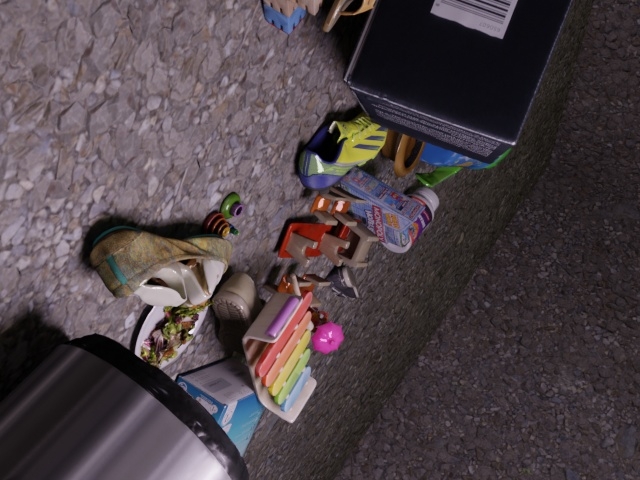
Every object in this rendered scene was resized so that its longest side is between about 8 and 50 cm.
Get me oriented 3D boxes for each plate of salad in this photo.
[{"bbox_3d":[-0.257,0.155,1.472,0.200,0.048,0.200,-49,157,-30],"label":"plate of salad"}]

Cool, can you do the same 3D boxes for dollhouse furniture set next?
[{"bbox_3d":[0.000,0.000,1.811,0.259,0.135,0.262,1,116,-54],"label":"dollhouse furniture set"}]

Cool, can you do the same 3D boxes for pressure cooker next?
[{"bbox_3d":[-0.351,0.388,1.120,0.420,0.375,0.370,-48,117,-30],"label":"pressure cooker"}]

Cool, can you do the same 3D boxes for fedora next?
[{"bbox_3d":[0.198,-0.251,1.962,0.194,0.079,0.194,-48,150,-39],"label":"fedora"}]

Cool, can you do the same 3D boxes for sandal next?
[{"bbox_3d":[0.071,-0.370,1.193,0.180,0.049,0.072,-45,-179,-2],"label":"sandal"}]

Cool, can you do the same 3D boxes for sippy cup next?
[{"bbox_3d":[0.350,-0.286,2.100,0.224,0.240,0.306,-17,109,-47],"label":"sippy cup"}]

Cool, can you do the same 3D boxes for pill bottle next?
[{"bbox_3d":[0.250,-0.063,2.276,0.193,0.108,0.108,-47,155,-34],"label":"pill bottle"}]

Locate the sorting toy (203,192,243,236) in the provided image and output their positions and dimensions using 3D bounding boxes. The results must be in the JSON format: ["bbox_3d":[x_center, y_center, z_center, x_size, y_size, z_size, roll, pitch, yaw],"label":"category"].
[{"bbox_3d":[-0.163,-0.035,1.453,0.102,0.042,0.061,-49,156,-30],"label":"sorting toy"}]

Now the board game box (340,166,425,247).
[{"bbox_3d":[0.148,-0.060,1.894,0.060,0.194,0.194,-49,147,-29],"label":"board game box"}]

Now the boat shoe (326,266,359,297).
[{"bbox_3d":[0.058,0.115,2.161,0.065,0.075,0.206,-17,164,6],"label":"boat shoe"}]

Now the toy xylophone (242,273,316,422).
[{"bbox_3d":[-0.066,0.210,1.644,0.236,0.081,0.323,-60,156,-27],"label":"toy xylophone"}]

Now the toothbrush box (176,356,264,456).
[{"bbox_3d":[-0.245,0.417,1.720,0.216,0.126,0.296,-9,125,-65],"label":"toothbrush box"}]

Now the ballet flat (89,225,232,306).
[{"bbox_3d":[-0.229,0.052,1.298,0.123,0.123,0.348,-64,158,6],"label":"ballet flat"}]

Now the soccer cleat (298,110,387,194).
[{"bbox_3d":[0.056,-0.208,1.675,0.289,0.093,0.121,-45,147,-37],"label":"soccer cleat"}]

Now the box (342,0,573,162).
[{"bbox_3d":[0.275,-0.414,1.442,0.472,0.297,0.480,-23,134,-83],"label":"box"}]

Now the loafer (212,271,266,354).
[{"bbox_3d":[-0.150,0.155,1.638,0.268,0.102,0.092,91,22,-59],"label":"loafer"}]

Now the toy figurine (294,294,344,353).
[{"bbox_3d":[-0.013,0.204,1.939,0.173,0.159,0.130,-17,132,-62],"label":"toy figurine"}]

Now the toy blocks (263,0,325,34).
[{"bbox_3d":[0.030,-0.469,1.214,0.381,0.190,0.261,-55,170,-14],"label":"toy blocks"}]
